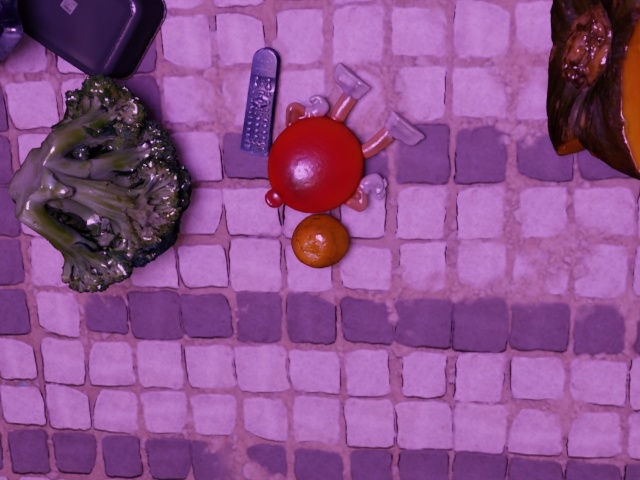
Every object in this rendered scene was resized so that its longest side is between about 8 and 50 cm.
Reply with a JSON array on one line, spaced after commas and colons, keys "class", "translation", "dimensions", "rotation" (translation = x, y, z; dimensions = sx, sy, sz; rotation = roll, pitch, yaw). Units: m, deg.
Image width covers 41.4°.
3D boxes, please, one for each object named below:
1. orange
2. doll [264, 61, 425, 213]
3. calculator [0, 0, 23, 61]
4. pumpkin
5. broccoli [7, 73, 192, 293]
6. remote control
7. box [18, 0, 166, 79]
[{"class": "orange", "translation": [0.000, 0.000, 1.210], "dimensions": [0.083, 0.070, 0.083], "rotation": [8, 117, 16]}, {"class": "doll", "translation": [0.016, -0.116, 1.173], "dimensions": [0.183, 0.085, 0.217], "rotation": [42, 91, -4]}, {"class": "calculator", "translation": [-0.459, -0.324, 1.153], "dimensions": [0.040, 0.268, 0.177], "rotation": [-2, 91, -33]}, {"class": "pumpkin", "translation": [0.342, -0.226, 0.995], "dimensions": [0.095, 0.258, 0.290], "rotation": [1, 104, -11]}, {"class": "broccoli", "translation": [-0.313, -0.074, 1.170], "dimensions": [0.265, 0.245, 0.294], "rotation": [2, 81, 29]}, {"class": "remote control", "translation": [-0.082, -0.196, 1.198], "dimensions": [0.044, 0.027, 0.152], "rotation": [11, 108, 2]}, {"class": "box", "translation": [-0.335, -0.325, 1.180], "dimensions": [0.201, 0.090, 0.144], "rotation": [35, 109, 0]}]
